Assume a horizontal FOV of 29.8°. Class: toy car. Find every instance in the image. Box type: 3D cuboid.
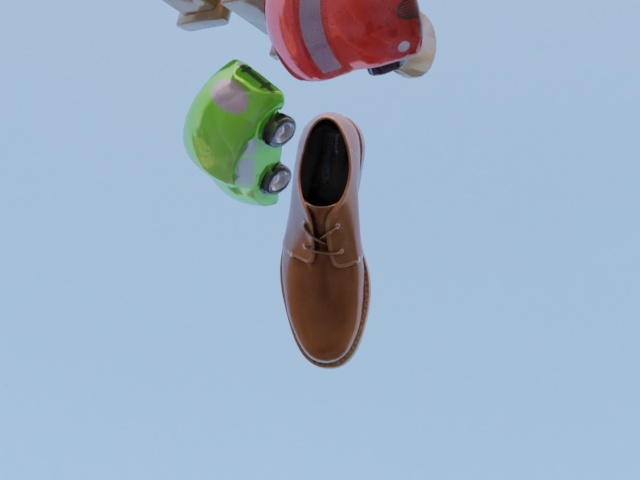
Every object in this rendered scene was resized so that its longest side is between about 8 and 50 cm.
[{"bbox_3d":[-0.049,-0.101,0.699,0.053,0.239,0.225,-30,-35,-31],"label":"toy car"}]

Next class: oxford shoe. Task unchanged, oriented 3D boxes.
[{"bbox_3d":[0.000,0.000,0.974,0.076,0.076,0.212,-1,-90,7],"label":"oxford shoe"}]

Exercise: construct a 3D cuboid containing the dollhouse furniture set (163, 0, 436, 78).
[{"bbox_3d":[-0.064,-0.247,0.902,0.174,0.355,0.303,27,-109,-42],"label":"dollhouse furniture set"}]
